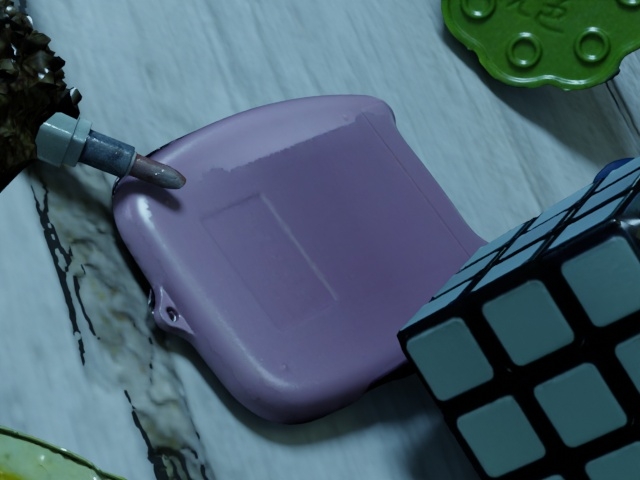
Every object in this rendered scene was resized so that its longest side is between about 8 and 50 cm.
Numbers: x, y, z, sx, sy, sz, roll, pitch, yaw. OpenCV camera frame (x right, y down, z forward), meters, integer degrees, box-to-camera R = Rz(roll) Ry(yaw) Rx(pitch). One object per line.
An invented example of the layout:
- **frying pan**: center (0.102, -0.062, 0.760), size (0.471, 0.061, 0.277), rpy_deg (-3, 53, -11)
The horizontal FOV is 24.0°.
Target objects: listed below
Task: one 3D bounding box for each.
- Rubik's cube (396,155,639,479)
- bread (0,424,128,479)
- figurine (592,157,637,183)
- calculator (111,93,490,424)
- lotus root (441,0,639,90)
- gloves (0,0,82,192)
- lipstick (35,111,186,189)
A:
- **Rubik's cube**: center (0.167, 0.060, 0.856), size (0.162, 0.163, 0.160), rpy_deg (56, 31, -3)
- **bread**: center (-0.172, 0.142, 0.532), size (0.257, 0.124, 0.186), rpy_deg (33, 32, -19)
- **figurine**: center (0.291, 0.077, 1.073), size (0.283, 0.204, 0.338), rpy_deg (-10, 52, -42)
- **calculator**: center (0.001, -0.001, 0.903), size (0.194, 0.043, 0.294), rpy_deg (55, 38, 8)
- **lotus root**: center (0.190, -0.221, 1.223), size (0.186, 0.186, 0.186), rpy_deg (27, 41, -26)
- **gloves**: center (-0.227, -0.028, 0.543), size (0.312, 0.210, 0.135), rpy_deg (-13, 92, -44)
- **lipstick**: center (-0.123, -0.050, 0.813), size (0.107, 0.025, 0.025), rpy_deg (21, 40, -10)
